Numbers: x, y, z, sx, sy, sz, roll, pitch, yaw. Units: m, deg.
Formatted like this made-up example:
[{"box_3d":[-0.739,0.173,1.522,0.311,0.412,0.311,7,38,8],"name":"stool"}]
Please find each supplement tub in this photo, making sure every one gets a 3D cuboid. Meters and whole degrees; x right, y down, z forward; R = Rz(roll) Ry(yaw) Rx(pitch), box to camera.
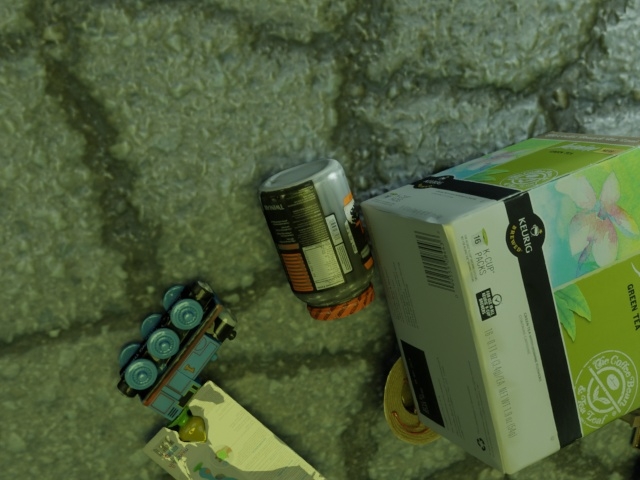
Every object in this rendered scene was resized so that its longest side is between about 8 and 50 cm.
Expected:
[{"box_3d":[0.000,0.000,1.208,0.117,0.117,0.190,-21,107,-6],"name":"supplement tub"}]

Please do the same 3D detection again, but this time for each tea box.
[{"box_3d":[0.272,0.062,1.198,0.324,0.220,0.328,-22,107,-20],"name":"tea box"}]

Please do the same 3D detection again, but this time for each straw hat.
[{"box_3d":[0.134,0.209,1.311,0.145,0.061,0.144,-2,96,-23],"name":"straw hat"}]

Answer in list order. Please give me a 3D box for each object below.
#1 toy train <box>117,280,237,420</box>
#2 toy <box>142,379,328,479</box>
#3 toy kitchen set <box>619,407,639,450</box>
[{"box_3d":[-0.187,0.142,1.227,0.105,0.080,0.184,37,91,-26],"name":"toy train"},{"box_3d":[-0.112,0.308,1.290,0.237,0.056,0.137,42,95,-14],"name":"toy"},{"box_3d":[0.486,0.291,1.387,0.083,0.068,0.075,1,104,-38],"name":"toy kitchen set"}]
